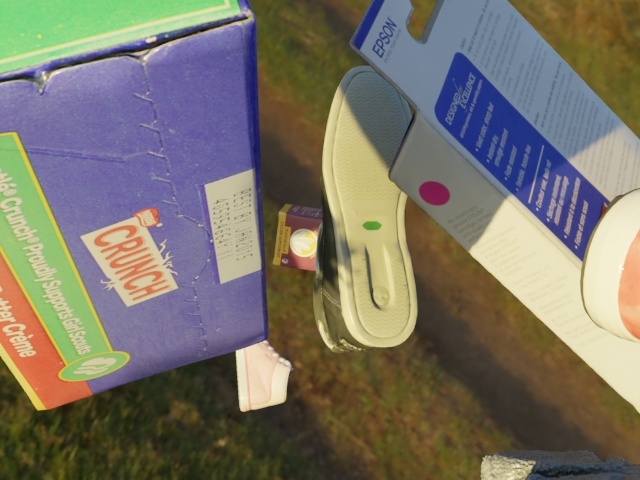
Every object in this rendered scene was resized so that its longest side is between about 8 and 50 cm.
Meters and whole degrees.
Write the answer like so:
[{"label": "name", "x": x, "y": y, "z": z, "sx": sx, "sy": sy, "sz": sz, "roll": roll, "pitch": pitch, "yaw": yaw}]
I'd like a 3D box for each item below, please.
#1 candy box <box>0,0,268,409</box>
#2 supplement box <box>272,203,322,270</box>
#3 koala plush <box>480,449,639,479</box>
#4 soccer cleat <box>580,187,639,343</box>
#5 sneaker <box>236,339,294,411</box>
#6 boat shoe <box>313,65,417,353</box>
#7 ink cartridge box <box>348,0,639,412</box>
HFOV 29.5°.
[{"label": "candy box", "x": -0.124, "y": -0.123, "z": 0.487, "sx": 0.122, "sy": 0.268, "sz": 0.317, "roll": -19, "pitch": 68, "yaw": -11}, {"label": "supplement box", "x": 0.000, "y": 0.000, "z": 1.168, "sx": 0.083, "sy": 0.055, "sz": 0.043, "roll": 8, "pitch": 13, "yaw": 6}, {"label": "koala plush", "x": 0.272, "y": 0.339, "z": 1.227, "sx": 0.203, "sy": 0.221, "sz": 0.196, "roll": -1, "pitch": 4, "yaw": -1}, {"label": "soccer cleat", "x": 0.288, "y": 0.021, "z": 0.676, "sx": 0.318, "sy": 0.109, "sz": 0.116, "roll": -2, "pitch": 17, "yaw": -36}, {"label": "sneaker", "x": -0.069, "y": 0.141, "z": 1.485, "sx": 0.070, "sy": 0.051, "sz": 0.134, "roll": -5, "pitch": 65, "yaw": -3}, {"label": "boat shoe", "x": 0.028, "y": -0.026, "z": 0.974, "sx": 0.084, "sy": 0.079, "sz": 0.233, "roll": 6, "pitch": 75, "yaw": -23}, {"label": "ink cartridge box", "x": 0.156, "y": -0.043, "z": 0.840, "sx": 0.371, "sy": 0.069, "sz": 0.176, "roll": 44, "pitch": 43, "yaw": -19}]
